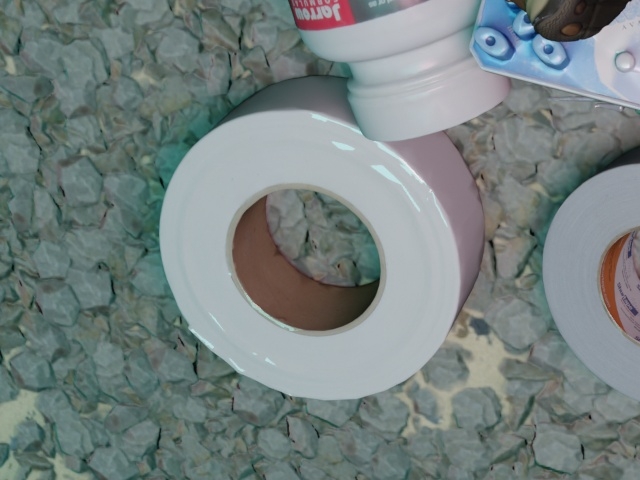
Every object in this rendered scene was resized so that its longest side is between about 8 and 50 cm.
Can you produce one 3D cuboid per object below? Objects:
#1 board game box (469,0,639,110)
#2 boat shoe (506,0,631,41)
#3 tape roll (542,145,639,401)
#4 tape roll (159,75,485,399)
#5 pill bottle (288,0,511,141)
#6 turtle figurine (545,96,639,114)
[{"bbox_3d":[0.337,-0.267,1.139,0.390,0.050,0.390,16,93,13],"label":"board game box"},{"bbox_3d":[0.220,-0.290,1.081,0.120,0.122,0.324,42,96,24],"label":"boat shoe"},{"bbox_3d":[0.298,0.029,1.344,0.219,0.072,0.219,15,118,30],"label":"tape roll"},{"bbox_3d":[0.000,0.000,1.455,0.286,0.100,0.286,8,117,16],"label":"tape roll"},{"bbox_3d":[0.046,-0.249,1.274,0.176,0.176,0.318,-11,109,24],"label":"pill bottle"},{"bbox_3d":[0.267,-0.141,1.267,0.234,0.175,0.118,23,102,0],"label":"turtle figurine"}]
